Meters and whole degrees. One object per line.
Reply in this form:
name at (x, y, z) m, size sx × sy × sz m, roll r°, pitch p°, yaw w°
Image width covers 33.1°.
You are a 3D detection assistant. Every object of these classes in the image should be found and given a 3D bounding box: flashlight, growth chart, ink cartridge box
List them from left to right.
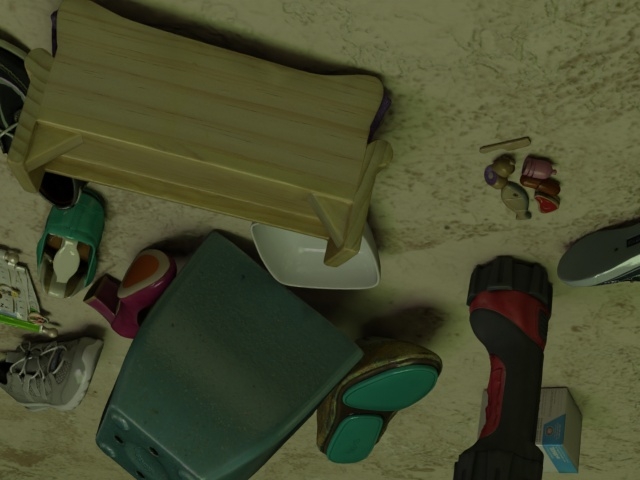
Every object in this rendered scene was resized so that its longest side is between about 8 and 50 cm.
growth chart at (-0.490, 0.063, 1.576) m, size 0.172 × 0.021 × 0.237 m, roll 9°, pitch 146°, yaw 9°
flashlight at (0.201, 0.168, 1.221) m, size 0.103 × 0.304 × 0.103 m, roll 18°, pitch 148°, yaw -4°
ink cartridge box at (0.290, 0.272, 1.536) m, size 0.143 × 0.092 × 0.090 m, roll -6°, pitch 142°, yaw 27°

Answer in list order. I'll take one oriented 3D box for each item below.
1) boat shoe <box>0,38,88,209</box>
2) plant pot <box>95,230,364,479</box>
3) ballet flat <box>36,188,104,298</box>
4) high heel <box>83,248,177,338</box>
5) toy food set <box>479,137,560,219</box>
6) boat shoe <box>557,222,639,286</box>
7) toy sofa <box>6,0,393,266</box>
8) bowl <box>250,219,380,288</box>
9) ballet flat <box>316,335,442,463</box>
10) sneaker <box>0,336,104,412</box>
boat shoe at (-0.321, -0.128, 1.179) m, size 0.084 × 0.079 × 0.233 m, roll -2°, pitch 142°, yaw 21°
plant pot at (-0.144, 0.194, 1.366) m, size 0.248 × 0.252 × 0.247 m, roll 39°, pitch 146°, yaw 4°
ballet flat at (-0.334, 0.025, 1.401) m, size 0.083 × 0.087 × 0.247 m, roll 19°, pitch 147°, yaw -8°
high heel at (-0.226, 0.085, 1.447) m, size 0.117 × 0.082 × 0.244 m, roll 38°, pitch 144°, yaw -21°
toy food set at (0.217, -0.059, 1.136) m, size 0.078 × 0.019 × 0.122 m, roll -11°, pitch 140°, yaw 33°
boat shoe at (0.352, 0.025, 1.169) m, size 0.083 × 0.065 × 0.183 m, roll 36°, pitch 140°, yaw -28°
toy sofa at (-0.117, -0.102, 1.094) m, size 0.363 × 0.177 × 0.150 m, roll 14°, pitch 170°, yaw -6°
bowl at (0.000, 0.000, 1.273) m, size 0.142 × 0.053 × 0.142 m, roll 1°, pitch 144°, yaw 18°
ballet flat at (0.068, 0.198, 1.490) m, size 0.123 × 0.123 × 0.348 m, roll 18°, pitch 145°, yaw -6°
sneaker at (-0.439, 0.208, 1.694) m, size 0.115 × 0.105 × 0.281 m, roll 33°, pitch 143°, yaw -26°
